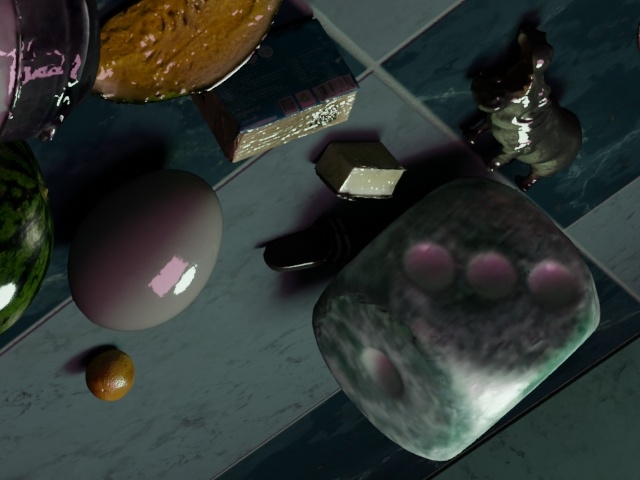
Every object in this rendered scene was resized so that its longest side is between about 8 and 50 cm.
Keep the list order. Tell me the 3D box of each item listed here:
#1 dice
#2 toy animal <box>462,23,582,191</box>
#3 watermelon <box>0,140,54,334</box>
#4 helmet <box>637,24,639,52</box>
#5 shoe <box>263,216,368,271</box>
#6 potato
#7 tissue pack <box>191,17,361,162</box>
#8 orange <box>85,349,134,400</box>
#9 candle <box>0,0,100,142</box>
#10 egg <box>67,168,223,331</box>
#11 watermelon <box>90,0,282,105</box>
[{"bbox_3d":[0.216,0.118,2.330,0.348,0.328,0.330,-37,171,-30],"label":"dice"},{"bbox_3d":[0.299,-0.183,2.203,0.168,0.106,0.343,-32,153,4],"label":"toy animal"},{"bbox_3d":[-0.408,-0.015,1.475,0.285,0.285,0.285,-26,156,-12],"label":"watermelon"},{"bbox_3d":[0.616,-0.295,2.307,0.198,0.154,0.253,-35,161,12],"label":"helmet"},{"bbox_3d":[0.000,0.000,2.253,0.179,0.071,0.049,-15,148,-24],"label":"shoe"},{"bbox_3d":[0.057,-0.101,2.107,0.122,0.086,0.061,-1,129,-46],"label":"potato"},{"bbox_3d":[-0.056,-0.179,1.764,0.169,0.120,0.082,-23,159,-21],"label":"tissue pack"},{"bbox_3d":[-0.322,0.206,2.266,0.085,0.085,0.085,-26,156,-12],"label":"orange"},{"bbox_3d":[-0.378,-0.177,1.263,0.342,0.221,0.221,-12,150,-37],"label":"candle"},{"bbox_3d":[-0.219,0.009,1.873,0.176,0.176,0.232,5,129,-53],"label":"egg"},{"bbox_3d":[-0.143,-0.239,1.613,0.301,0.123,0.129,-33,124,6],"label":"watermelon"}]
